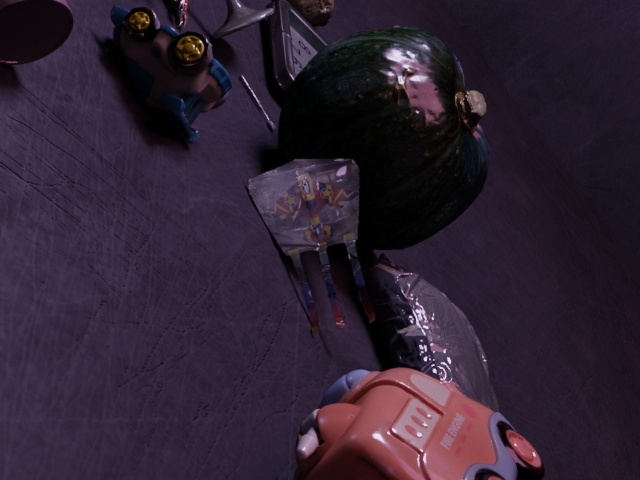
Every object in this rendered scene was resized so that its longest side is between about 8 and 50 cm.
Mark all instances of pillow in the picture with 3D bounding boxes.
[{"bbox_3d":[0.143,0.156,1.651,0.161,0.092,0.335,29,31,-39],"label":"pillow"}]

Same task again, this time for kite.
[{"bbox_3d":[0.000,0.001,1.586,0.015,0.141,0.245,81,-5,-59],"label":"kite"}]

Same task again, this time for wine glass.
[{"bbox_3d":[-0.187,-0.452,1.903,0.309,0.096,0.264,65,-7,-13],"label":"wine glass"}]

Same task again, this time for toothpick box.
[{"bbox_3d":[-0.315,-0.261,1.309,0.098,0.098,0.149,20,39,-57],"label":"toothpick box"}]

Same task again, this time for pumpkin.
[{"bbox_3d":[0.073,-0.126,1.733,0.197,0.263,0.292,-33,99,-59],"label":"pumpkin"}]

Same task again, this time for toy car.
[{"bbox_3d":[0.077,0.228,1.277,0.212,0.180,0.270,44,20,3],"label":"toy car"},{"bbox_3d":[-0.189,-0.197,1.536,0.161,0.098,0.126,29,-14,13],"label":"toy car"}]

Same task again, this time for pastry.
[{"bbox_3d":[-0.034,-0.438,2.277,0.153,0.081,0.153,35,24,-18],"label":"pastry"}]

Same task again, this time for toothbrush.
[{"bbox_3d":[-0.089,-0.193,1.844,0.097,0.006,0.008,59,24,15],"label":"toothbrush"}]

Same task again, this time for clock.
[{"bbox_3d":[0.014,-0.231,2.079,0.279,0.049,0.273,42,23,-29],"label":"clock"}]

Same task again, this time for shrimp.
[{"bbox_3d":[-0.193,-0.328,1.795,0.029,0.038,0.092,-5,48,-16],"label":"shrimp"}]
